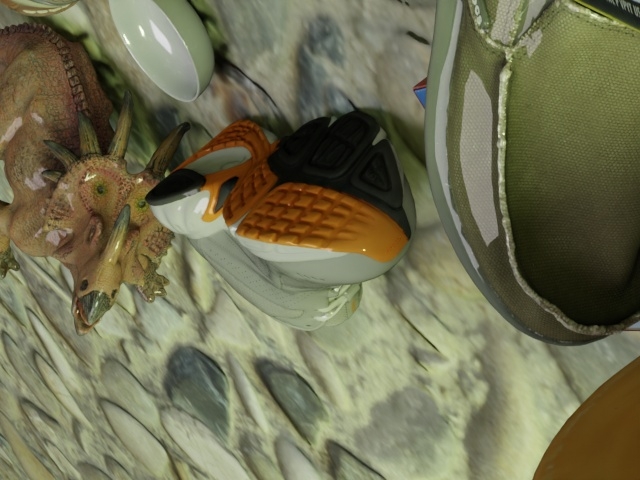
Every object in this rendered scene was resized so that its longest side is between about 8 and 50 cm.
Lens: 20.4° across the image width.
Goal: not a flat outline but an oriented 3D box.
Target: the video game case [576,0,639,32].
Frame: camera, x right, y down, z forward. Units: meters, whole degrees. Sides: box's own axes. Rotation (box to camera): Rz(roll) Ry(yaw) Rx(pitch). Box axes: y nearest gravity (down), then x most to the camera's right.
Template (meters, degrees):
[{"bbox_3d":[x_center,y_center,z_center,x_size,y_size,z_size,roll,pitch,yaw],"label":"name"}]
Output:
[{"bbox_3d":[0.088,-0.145,0.376,0.248,0.035,0.274,43,159,57],"label":"video game case"}]

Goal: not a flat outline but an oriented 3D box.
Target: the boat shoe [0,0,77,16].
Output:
[{"bbox_3d":[-0.248,-0.261,1.039,0.324,0.123,0.116,55,160,-3],"label":"boat shoe"}]

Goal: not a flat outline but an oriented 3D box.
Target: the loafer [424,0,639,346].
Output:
[{"bbox_3d":[0.091,-0.070,0.627,0.087,0.094,0.251,33,138,57],"label":"loafer"}]

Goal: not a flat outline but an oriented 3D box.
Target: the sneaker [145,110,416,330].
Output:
[{"bbox_3d":[0.000,0.000,1.001,0.121,0.099,0.262,52,167,-19],"label":"sneaker"}]

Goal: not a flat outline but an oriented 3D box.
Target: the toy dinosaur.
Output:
[{"bbox_3d":[-0.173,-0.065,1.199,0.295,0.127,0.200,61,152,17],"label":"toy dinosaur"}]

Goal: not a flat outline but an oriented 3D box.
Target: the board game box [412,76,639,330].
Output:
[{"bbox_3d":[0.149,-0.026,0.733,0.145,0.027,0.281,56,158,-13],"label":"board game box"}]

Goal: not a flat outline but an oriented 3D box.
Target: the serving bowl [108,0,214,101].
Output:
[{"bbox_3d":[-0.089,-0.124,1.052,0.083,0.027,0.083,41,156,23],"label":"serving bowl"}]

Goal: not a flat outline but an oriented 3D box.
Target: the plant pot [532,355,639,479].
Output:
[{"bbox_3d":[0.191,0.142,0.570,0.291,0.291,0.203,14,132,57],"label":"plant pot"}]
